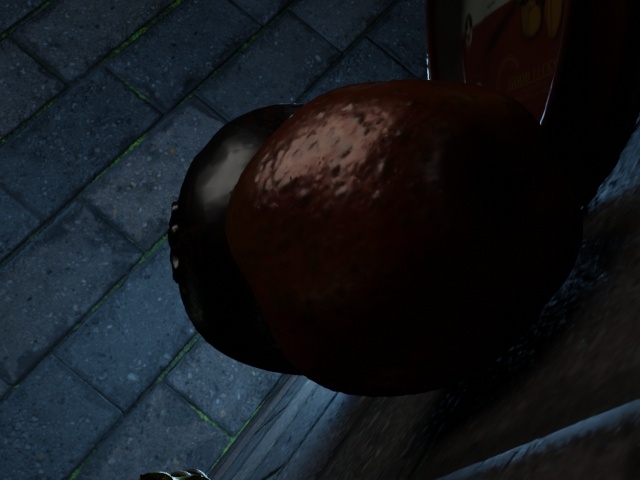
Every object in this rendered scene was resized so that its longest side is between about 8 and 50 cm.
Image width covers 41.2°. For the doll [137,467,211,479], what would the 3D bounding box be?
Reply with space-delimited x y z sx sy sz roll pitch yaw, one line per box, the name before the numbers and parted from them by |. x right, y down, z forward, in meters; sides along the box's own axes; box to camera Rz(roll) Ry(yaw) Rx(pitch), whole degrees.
doll | -0.170 0.305 0.884 0.221 0.143 0.135 128 147 -66

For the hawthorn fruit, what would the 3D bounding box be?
hawthorn fruit | 0.046 -0.005 0.461 0.189 0.189 0.189 -51 -1 -2

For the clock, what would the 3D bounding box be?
clock | 0.146 -0.170 0.583 0.318 0.080 0.318 178 90 -83

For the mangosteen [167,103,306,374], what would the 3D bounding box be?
mangosteen | -0.014 0.001 0.945 0.330 0.330 0.330 -51 -1 -2
